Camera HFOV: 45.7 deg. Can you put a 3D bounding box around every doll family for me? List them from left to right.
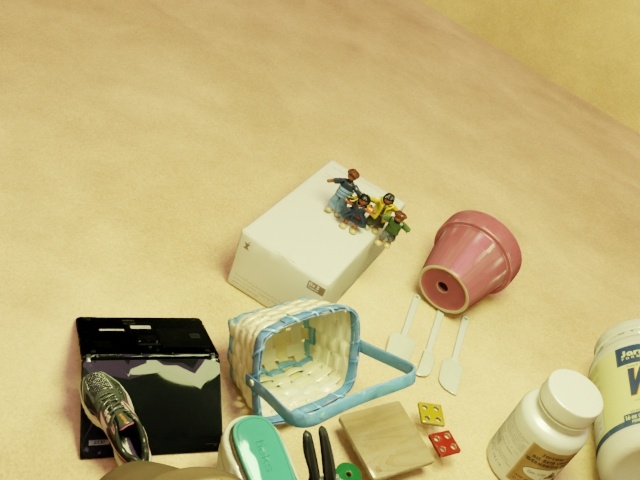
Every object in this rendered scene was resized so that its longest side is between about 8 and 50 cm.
[{"bbox_3d":[0.097,-0.070,1.557,0.192,0.111,0.076,22,40,-7],"label":"doll family"}]

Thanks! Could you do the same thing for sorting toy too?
[{"bbox_3d":[0.119,0.363,1.359,0.274,0.046,0.132,-7,46,-30],"label":"sorting toy"}]

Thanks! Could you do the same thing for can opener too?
[{"bbox_3d":[0.002,0.366,1.201,0.059,0.186,0.073,-13,29,-21],"label":"can opener"}]

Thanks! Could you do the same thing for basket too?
[{"bbox_3d":[-0.012,0.216,1.321,0.254,0.201,0.289,-11,18,-33],"label":"basket"}]

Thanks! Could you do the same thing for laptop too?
[{"bbox_3d":[-0.304,0.244,1.328,0.234,0.137,0.264,3,17,-22],"label":"laptop"}]

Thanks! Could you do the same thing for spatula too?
[{"bbox_3d":[0.236,0.207,1.618,0.168,0.019,0.242,24,39,4],"label":"spatula"}]

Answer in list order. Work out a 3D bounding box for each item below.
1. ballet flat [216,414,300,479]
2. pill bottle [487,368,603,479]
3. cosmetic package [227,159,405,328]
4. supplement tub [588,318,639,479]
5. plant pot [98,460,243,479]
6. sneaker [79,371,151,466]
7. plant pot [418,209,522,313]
[{"bbox_3d":[-0.060,0.451,1.110,0.139,0.139,0.400,-4,50,-29],"label":"ballet flat"},{"bbox_3d":[0.405,0.342,1.370,0.131,0.229,0.131,13,40,-11],"label":"pill bottle"},{"bbox_3d":[0.000,0.000,1.644,0.217,0.156,0.385,33,41,14],"label":"cosmetic package"},{"bbox_3d":[0.653,0.334,1.490,0.235,0.235,0.325,20,39,-2],"label":"supplement tub"},{"bbox_3d":[-0.209,0.399,1.001,0.263,0.263,0.229,-8,11,-32],"label":"plant pot"},{"bbox_3d":[-0.311,0.278,1.186,0.072,0.077,0.178,-31,80,-30],"label":"sneaker"},{"bbox_3d":[0.320,0.061,1.699,0.201,0.201,0.180,36,52,17],"label":"plant pot"}]
